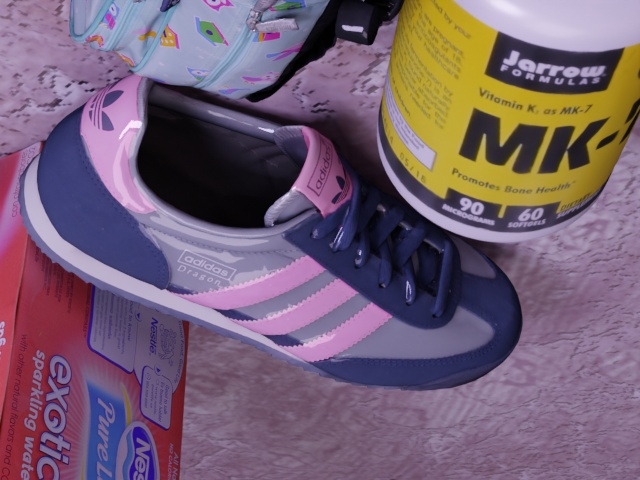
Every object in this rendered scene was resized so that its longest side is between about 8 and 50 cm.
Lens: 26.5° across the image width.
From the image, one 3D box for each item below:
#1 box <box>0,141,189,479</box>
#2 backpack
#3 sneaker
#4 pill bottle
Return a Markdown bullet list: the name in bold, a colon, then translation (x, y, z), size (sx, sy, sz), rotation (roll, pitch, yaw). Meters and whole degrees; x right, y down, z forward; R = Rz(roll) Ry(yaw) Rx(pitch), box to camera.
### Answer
- **box**: translation (-0.177, 0.118, 0.781), size (0.142, 0.300, 0.154), rotation (-20, 143, 27)
- **backpack**: translation (-0.033, -0.133, 0.541), size (0.115, 0.152, 0.182), rotation (19, 157, -16)
- **sneaker**: translation (0.000, 0.000, 0.759), size (0.319, 0.112, 0.131), rotation (17, 148, -24)
- **pill bottle**: translation (0.094, -0.100, 0.588), size (0.119, 0.119, 0.208), rotation (4, 148, -3)
